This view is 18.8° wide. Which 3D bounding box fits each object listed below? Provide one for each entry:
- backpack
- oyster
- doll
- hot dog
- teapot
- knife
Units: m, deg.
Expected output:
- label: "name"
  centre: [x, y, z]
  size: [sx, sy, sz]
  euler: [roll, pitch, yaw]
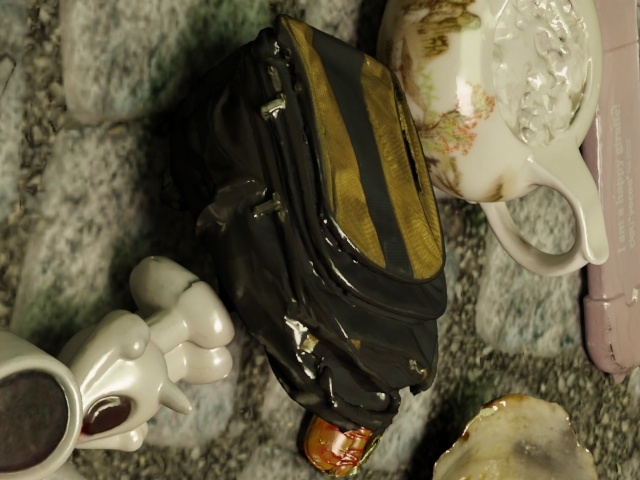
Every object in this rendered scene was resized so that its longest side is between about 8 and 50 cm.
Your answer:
- label: "backpack"
  centre: [0.000, 0.000, 1.252]
  size: [0.206, 0.133, 0.258]
  euler: [14, 50, -49]
- label: "oyster"
  centre: [0.149, 0.312, 1.521]
  size: [0.204, 0.111, 0.396]
  euler: [-28, 117, -20]
- label: "doll"
  centre: [-0.175, 0.084, 1.134]
  size: [0.271, 0.144, 0.208]
  euler: [-46, 146, -27]
- label: "hot dog"
  centre: [0.034, 0.105, 1.400]
  size: [0.062, 0.038, 0.144]
  euler: [42, 66, -40]
- label: "teapot"
  centre: [0.136, -0.119, 1.403]
  size: [0.204, 0.139, 0.298]
  euler: [-31, 116, -41]
- label: "knife"
  centre: [0.234, -0.071, 1.580]
  size: [0.132, 0.038, 0.399]
  euler: [-20, 111, -40]
